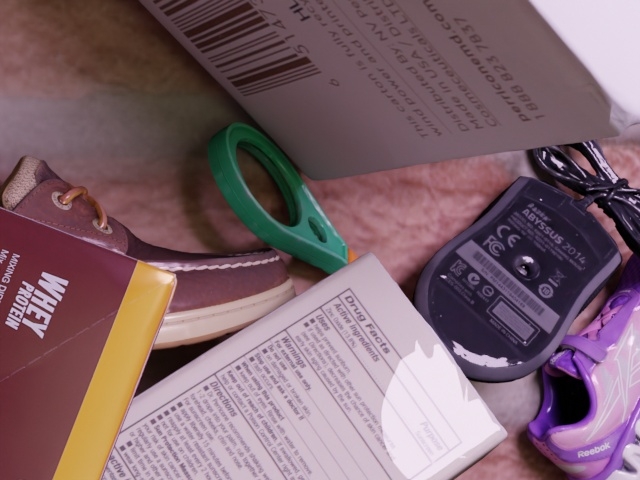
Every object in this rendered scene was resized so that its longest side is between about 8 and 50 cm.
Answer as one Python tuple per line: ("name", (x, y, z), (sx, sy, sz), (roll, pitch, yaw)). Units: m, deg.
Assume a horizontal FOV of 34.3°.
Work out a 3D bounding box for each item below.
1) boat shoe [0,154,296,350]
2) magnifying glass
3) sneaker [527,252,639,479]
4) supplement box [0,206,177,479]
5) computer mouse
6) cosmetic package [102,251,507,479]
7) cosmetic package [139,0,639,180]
("boat shoe", (-0.175, 0.008, 0.645), (0.342, 0.123, 0.123), (-2, 91, -23))
("magnifying glass", (0.000, 0.000, 0.775), (0.231, 0.026, 0.092), (46, 26, -30))
("sneaker", (0.250, 0.102, 0.900), (0.105, 0.095, 0.236), (29, 76, -18))
("supplement box", (-0.197, 0.078, 0.495), (0.194, 0.129, 0.191), (21, 76, -10))
("computer mouse", (0.177, 0.028, 0.857), (0.272, 0.072, 0.188), (-36, 76, -29))
("cosmetic package", (-0.052, 0.158, 0.656), (0.296, 0.129, 0.153), (-30, 74, -18))
("cosmetic package", (0.076, -0.296, 0.653), (0.329, 0.327, 0.393), (44, 68, -22))
